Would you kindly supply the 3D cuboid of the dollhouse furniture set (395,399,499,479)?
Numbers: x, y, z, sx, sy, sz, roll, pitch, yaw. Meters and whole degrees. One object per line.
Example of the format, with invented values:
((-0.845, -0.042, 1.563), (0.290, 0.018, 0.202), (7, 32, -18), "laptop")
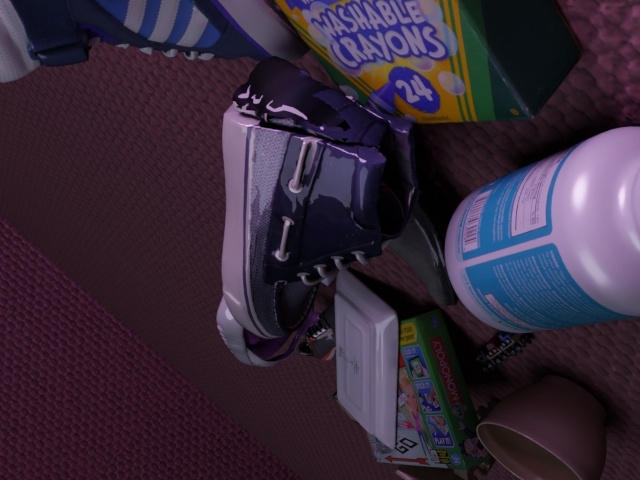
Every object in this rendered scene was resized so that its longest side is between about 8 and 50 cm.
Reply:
((0.197, 0.309, 1.447), (0.123, 0.144, 0.151), (28, 158, 25), "dollhouse furniture set")

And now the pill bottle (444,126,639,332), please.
((0.221, -0.005, 0.771), (0.146, 0.146, 0.264), (43, 159, -9), "pill bottle")

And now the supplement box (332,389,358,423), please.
((0.083, 0.303, 1.750), (0.083, 0.056, 0.083), (15, 148, 47), "supplement box")

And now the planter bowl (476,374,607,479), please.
((0.295, 0.241, 1.196), (0.162, 0.109, 0.162), (34, 159, 15), "planter bowl")

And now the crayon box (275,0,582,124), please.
((0.032, -0.232, 0.719), (0.203, 0.083, 0.323), (7, 141, 55), "crayon box")

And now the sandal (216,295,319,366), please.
((-0.059, 0.113, 1.359), (0.102, 0.170, 0.416), (22, 176, 10), "sandal")

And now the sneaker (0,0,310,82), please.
((-0.178, -0.206, 0.815), (0.322, 0.236, 0.130), (27, -139, -58), "sneaker")

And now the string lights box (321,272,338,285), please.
((-0.024, -0.055, 1.177), (0.133, 0.077, 0.260), (33, 158, 15), "string lights box")

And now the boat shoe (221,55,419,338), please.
((0.000, 0.000, 0.899), (0.158, 0.127, 0.341), (25, 143, 21), "boat shoe")

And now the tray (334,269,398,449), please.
((0.060, 0.180, 1.401), (0.145, 0.030, 0.271), (41, 143, 45), "tray")

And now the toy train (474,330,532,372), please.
((0.232, 0.138, 1.214), (0.036, 0.027, 0.158), (48, 161, 8), "toy train")

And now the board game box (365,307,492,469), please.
((0.126, 0.225, 1.400), (0.214, 0.046, 0.317), (70, 158, 4), "board game box")

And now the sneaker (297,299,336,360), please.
((0.002, 0.145, 1.497), (0.064, 0.061, 0.158), (1, 142, -18), "sneaker")

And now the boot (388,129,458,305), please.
((0.051, -0.022, 1.022), (0.161, 0.083, 0.247), (-12, 125, 24), "boot")
